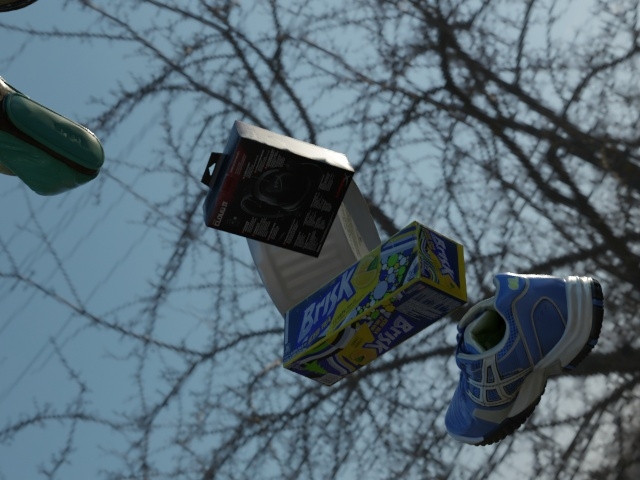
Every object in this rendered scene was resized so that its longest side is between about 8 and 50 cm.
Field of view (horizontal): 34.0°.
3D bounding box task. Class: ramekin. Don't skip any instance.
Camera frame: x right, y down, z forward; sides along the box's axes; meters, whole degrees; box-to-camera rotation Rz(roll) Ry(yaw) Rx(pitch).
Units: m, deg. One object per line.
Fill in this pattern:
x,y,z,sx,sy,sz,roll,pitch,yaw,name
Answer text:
0.000,0.000,1.500,0.127,0.272,0.273,-21,-18,14,ramekin

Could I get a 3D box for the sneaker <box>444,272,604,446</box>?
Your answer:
0.139,0.089,0.822,0.211,0.081,0.080,115,166,-45,sneaker

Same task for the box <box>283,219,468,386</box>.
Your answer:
0.040,0.055,0.847,0.169,0.054,0.059,-36,39,38,box

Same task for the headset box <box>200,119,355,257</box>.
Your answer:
-0.030,-0.032,0.638,0.032,0.083,0.062,-112,41,-63,headset box

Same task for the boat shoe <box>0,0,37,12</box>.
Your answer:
-0.355,-0.246,0.770,0.120,0.324,0.122,68,-156,-74,boat shoe

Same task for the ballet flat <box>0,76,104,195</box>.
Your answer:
-0.304,-0.112,0.916,0.087,0.083,0.247,-31,-48,23,ballet flat
